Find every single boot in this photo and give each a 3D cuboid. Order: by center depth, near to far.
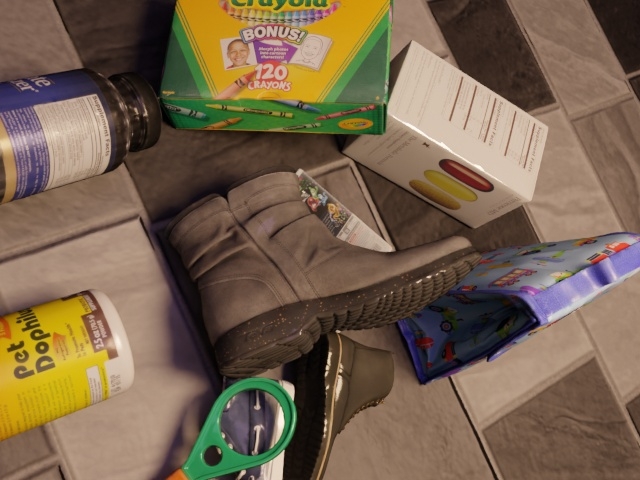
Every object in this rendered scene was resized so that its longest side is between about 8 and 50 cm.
[{"bbox_3d":[-0.088,0.248,0.823,0.086,0.069,0.190,14,62,-12],"label":"boot"},{"bbox_3d":[0.000,0.000,0.840,0.337,0.118,0.223,-18,66,-11],"label":"boot"},{"bbox_3d":[0.033,0.217,0.887,0.137,0.076,0.198,19,80,-39],"label":"boot"}]

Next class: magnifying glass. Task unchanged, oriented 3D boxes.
[{"bbox_3d":[-0.125,0.241,0.782,0.231,0.026,0.092,-39,74,-13],"label":"magnifying glass"}]

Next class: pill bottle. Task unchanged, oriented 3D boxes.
[{"bbox_3d":[-0.306,0.133,0.717,0.214,0.117,0.117,-19,83,-29],"label":"pill bottle"},{"bbox_3d":[-0.292,-0.122,0.795,0.219,0.122,0.123,-26,86,-43],"label":"pill bottle"}]

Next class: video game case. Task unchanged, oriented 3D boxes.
[{"bbox_3d":[-0.015,0.026,0.949,0.173,0.022,0.190,40,62,-9],"label":"video game case"}]

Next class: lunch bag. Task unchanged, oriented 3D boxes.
[{"bbox_3d":[0.261,0.065,0.912,0.220,0.293,0.138,-20,83,-29],"label":"lunch bag"}]

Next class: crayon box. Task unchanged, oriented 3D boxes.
[{"bbox_3d":[-0.050,-0.227,0.909,0.278,0.081,0.166,2,69,6],"label":"crayon box"}]

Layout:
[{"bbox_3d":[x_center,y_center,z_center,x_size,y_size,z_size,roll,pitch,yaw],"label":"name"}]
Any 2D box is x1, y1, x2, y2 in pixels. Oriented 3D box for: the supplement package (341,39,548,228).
[{"bbox_3d":[0.180,-0.144,1.029,0.244,0.139,0.134,28,64,-14],"label":"supplement package"}]
